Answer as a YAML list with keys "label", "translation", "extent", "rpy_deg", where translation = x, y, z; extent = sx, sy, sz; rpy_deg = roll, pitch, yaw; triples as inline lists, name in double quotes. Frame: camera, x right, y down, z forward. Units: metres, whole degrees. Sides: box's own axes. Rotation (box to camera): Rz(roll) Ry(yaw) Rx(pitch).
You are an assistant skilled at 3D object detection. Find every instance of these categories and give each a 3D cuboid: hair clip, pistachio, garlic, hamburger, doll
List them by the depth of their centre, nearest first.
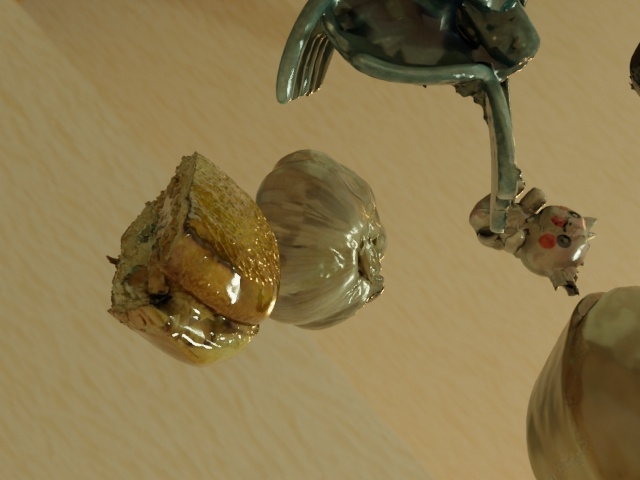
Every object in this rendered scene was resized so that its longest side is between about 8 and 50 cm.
- label: "hamburger"
  translation: [-0.115, 0.035, 1.113]
  extent: [0.144, 0.156, 0.283]
  rpy_deg: [-40, -160, 12]
- label: "hair clip"
  translation: [0.105, -0.201, 1.128]
  extent: [0.318, 0.238, 0.392]
  rpy_deg: [-53, 155, -77]
- label: "garlic"
  translation: [0.001, 0.004, 1.437]
  extent: [0.152, 0.228, 0.228]
  rpy_deg: [1, -161, 36]
- label: "pistachio"
  translation: [0.437, 0.241, 1.579]
  extent: [0.281, 0.365, 0.445]
  rpy_deg: [-22, 180, 34]
- label: "doll"
  translation: [0.306, -0.008, 1.690]
  extent: [0.149, 0.192, 0.095]
  rpy_deg: [-52, 162, -44]

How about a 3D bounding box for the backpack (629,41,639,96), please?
- label: "backpack"
  translation: [0.461, -0.237, 1.468]
  extent: [0.165, 0.120, 0.106]
  rpy_deg: [-46, 156, 4]
